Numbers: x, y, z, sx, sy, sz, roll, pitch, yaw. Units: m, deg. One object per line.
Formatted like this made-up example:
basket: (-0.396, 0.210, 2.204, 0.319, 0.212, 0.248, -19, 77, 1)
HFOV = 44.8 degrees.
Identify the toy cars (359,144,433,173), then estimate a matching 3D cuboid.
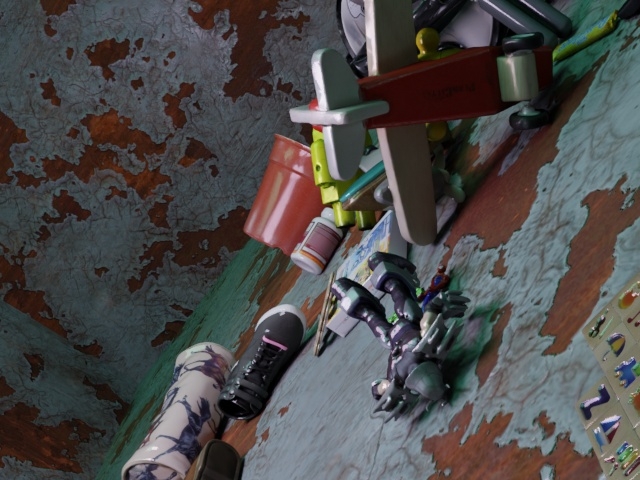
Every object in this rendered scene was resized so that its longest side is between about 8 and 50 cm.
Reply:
toy cars: (0.206, -0.241, 1.683, 0.177, 0.087, 0.393, 0, 44, 27)

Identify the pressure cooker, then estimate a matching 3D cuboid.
pressure cooker: (0.235, -0.516, 1.628, 0.420, 0.376, 0.369, -61, -27, -43)

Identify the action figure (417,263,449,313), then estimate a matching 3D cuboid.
action figure: (0.160, 0.081, 1.123, 0.115, 0.030, 0.038, -60, 7, -33)

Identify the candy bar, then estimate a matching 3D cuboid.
candy bar: (0.417, -0.321, 1.229, 0.040, 0.018, 0.161, -58, 11, -14)

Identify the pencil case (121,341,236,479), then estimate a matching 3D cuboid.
pencil case: (-0.317, 0.425, 1.787, 0.183, 0.160, 0.410, -38, 19, 30)

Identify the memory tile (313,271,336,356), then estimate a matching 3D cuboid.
memory tile: (0.007, 0.139, 1.469, 0.113, 0.012, 0.148, -76, -2, -47)

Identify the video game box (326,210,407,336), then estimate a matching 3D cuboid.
video game box: (0.090, 0.055, 1.447, 0.187, 0.048, 0.205, -53, 11, 27)

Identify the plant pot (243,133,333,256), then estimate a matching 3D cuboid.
plant pot: (-0.056, -0.097, 2.019, 0.265, 0.273, 0.272, -64, 11, 1)

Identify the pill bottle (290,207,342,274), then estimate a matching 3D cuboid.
pill bottle: (0.000, 0.000, 1.883, 0.152, 0.086, 0.086, -58, 11, -15)

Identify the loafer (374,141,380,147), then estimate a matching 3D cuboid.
loafer: (0.127, -0.162, 1.794, 0.251, 0.094, 0.087, -51, 8, 21)

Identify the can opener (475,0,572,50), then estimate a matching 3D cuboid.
can opener: (0.309, -0.431, 1.344, 0.074, 0.280, 0.093, -46, -14, 0)

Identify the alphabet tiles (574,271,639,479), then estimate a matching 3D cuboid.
alphabet tiles: (0.283, 0.090, 0.622, 0.198, 0.009, 0.237, -52, 11, 19)

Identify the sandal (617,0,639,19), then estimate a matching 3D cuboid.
sandal: (0.461, -0.340, 1.067, 0.067, 0.040, 0.179, -49, -3, 4)

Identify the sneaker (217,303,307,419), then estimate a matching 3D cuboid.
sneaker: (-0.119, 0.264, 1.598, 0.295, 0.105, 0.146, -55, 11, 35)

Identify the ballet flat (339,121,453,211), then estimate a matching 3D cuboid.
ballet flat: (0.163, -0.128, 1.444, 0.116, 0.124, 0.342, -28, 16, 45)

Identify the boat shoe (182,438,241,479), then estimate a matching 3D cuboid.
boat shoe: (-0.217, 0.484, 1.376, 0.104, 0.111, 0.307, -56, 1, 19)

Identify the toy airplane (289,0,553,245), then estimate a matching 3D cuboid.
toy airplane: (0.133, -0.232, 1.223, 0.386, 0.384, 0.272, -56, 21, 5)

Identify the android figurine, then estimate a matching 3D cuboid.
android figurine: (0.062, -0.158, 1.648, 0.056, 0.248, 0.272, -13, 78, 36)

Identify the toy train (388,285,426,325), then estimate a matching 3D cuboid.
toy train: (0.134, 0.104, 1.194, 0.083, 0.017, 0.023, -52, 22, 19)

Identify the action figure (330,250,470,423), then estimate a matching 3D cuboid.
action figure: (0.112, 0.119, 1.016, 0.185, 0.099, 0.285, -49, 29, 14)
